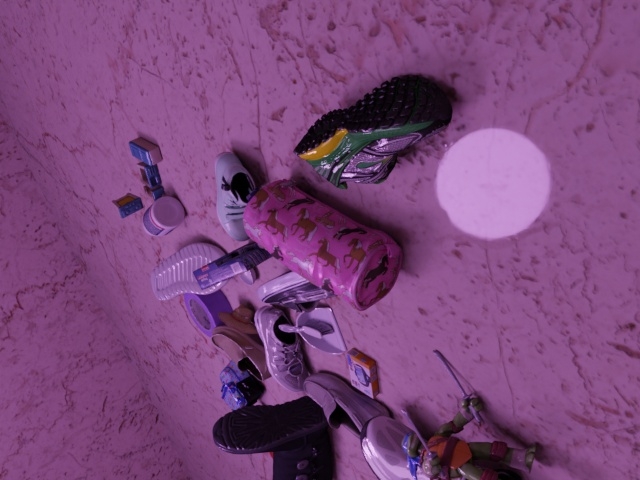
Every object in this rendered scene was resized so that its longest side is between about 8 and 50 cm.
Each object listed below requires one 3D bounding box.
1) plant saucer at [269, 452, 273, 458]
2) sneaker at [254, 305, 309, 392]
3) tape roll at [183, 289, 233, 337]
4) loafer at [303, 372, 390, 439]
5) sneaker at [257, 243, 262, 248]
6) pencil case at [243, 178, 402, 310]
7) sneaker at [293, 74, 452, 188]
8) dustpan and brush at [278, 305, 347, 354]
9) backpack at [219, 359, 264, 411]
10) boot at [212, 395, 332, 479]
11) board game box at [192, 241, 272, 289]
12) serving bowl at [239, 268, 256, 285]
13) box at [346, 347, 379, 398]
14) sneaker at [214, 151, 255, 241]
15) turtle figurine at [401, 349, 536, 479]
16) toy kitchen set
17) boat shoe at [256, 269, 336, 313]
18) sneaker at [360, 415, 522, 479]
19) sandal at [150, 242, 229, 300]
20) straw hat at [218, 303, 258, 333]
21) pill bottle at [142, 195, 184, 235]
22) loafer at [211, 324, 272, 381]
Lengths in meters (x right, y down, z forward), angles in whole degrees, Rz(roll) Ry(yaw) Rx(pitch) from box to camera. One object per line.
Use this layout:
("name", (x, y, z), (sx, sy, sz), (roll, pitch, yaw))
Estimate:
("plant saucer", (-0.126, 0.730, 2.354), (0.258, 0.048, 0.259), (13, 128, 49))
("sneaker", (-0.104, 0.325, 1.905), (0.115, 0.105, 0.281), (-9, 109, 57))
("tape roll", (-0.385, 0.236, 2.246), (0.189, 0.080, 0.189), (35, 143, 32))
("loafer", (0.053, 0.460, 1.800), (0.320, 0.111, 0.112), (16, 129, 48))
("sneaker", (-0.110, -0.021, 1.632), (0.209, 0.081, 0.094), (10, 123, 51))
("pencil case", (0.000, 0.000, 1.422), (0.386, 0.160, 0.167), (32, 146, 36))
("sneaker", (0.108, -0.185, 1.169), (0.146, 0.134, 0.344), (42, 151, -24))
("dustpan and brush", (-0.035, 0.241, 1.778), (0.211, 0.060, 0.147), (6, 122, 52))
("backpack", (-0.303, 0.524, 2.355), (0.173, 0.117, 0.158), (52, 148, 15))
("boot", (-0.139, 0.695, 2.066), (0.146, 0.367, 0.445), (-108, 14, -45))
("board game box", (-0.213, 0.050, 1.768), (0.194, 0.194, 0.060), (-22, 96, 38))
("serving bowl", (-0.217, 0.092, 1.933), (0.083, 0.027, 0.083), (34, 142, 32))
("box", (0.112, 0.354, 1.706), (0.081, 0.028, 0.136), (25, 134, 42))
("sneaker", (-0.212, -0.086, 1.668), (0.151, 0.094, 0.255), (-131, 28, -55))
("turtle figurine", (0.295, 0.409, 1.324), (0.266, 0.198, 0.274), (15, 100, 23))
("toy kitchen set", (-0.588, -0.191, 2.065), (0.122, 0.166, 0.207), (27, 138, 41))
("boat shoe", (-0.056, 0.130, 1.649), (0.335, 0.121, 0.119), (-27, 91, 57))
("sneaker", (0.309, 0.531, 1.500), (0.447, 0.169, 0.257), (40, 136, 15))
("sandal", (-0.418, 0.098, 2.150), (0.416, 0.102, 0.169), (-13, 89, 41))
("straw hat", (-0.247, 0.236, 2.060), (0.144, 0.144, 0.061), (33, 100, 34))
("pill bottle", (-0.524, -0.072, 2.138), (0.108, 0.108, 0.180), (60, 148, -4))
("loafer", (-0.254, 0.367, 2.115), (0.269, 0.092, 0.101), (25, 136, 19))
